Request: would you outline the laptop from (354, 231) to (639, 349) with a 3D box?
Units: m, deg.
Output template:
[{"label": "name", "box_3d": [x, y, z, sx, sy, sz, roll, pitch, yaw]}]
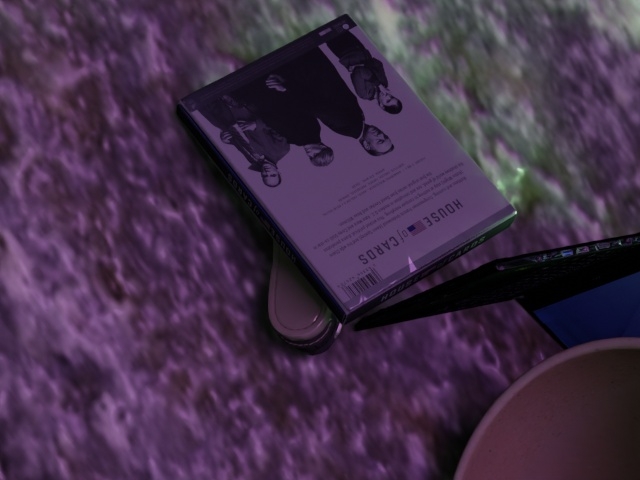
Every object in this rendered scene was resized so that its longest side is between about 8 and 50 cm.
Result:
[{"label": "laptop", "box_3d": [0.206, 0.085, 1.375, 0.264, 0.234, 0.136, -10, 80, -29]}]

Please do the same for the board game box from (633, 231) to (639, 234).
[{"label": "board game box", "box_3d": [0.360, 0.114, 1.496, 0.027, 0.145, 0.281, -23, 88, -30]}]

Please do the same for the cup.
[{"label": "cup", "box_3d": [0.300, 0.256, 1.364, 0.237, 0.331, 0.331, 15, 69, -50]}]

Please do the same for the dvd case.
[{"label": "dvd case", "box_3d": [0.021, -0.064, 1.377, 0.179, 0.029, 0.238, -30, 69, -22]}]

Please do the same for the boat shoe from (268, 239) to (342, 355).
[{"label": "boat shoe", "box_3d": [0.000, 0.000, 1.407, 0.075, 0.065, 0.206, 0, 61, 19]}]
